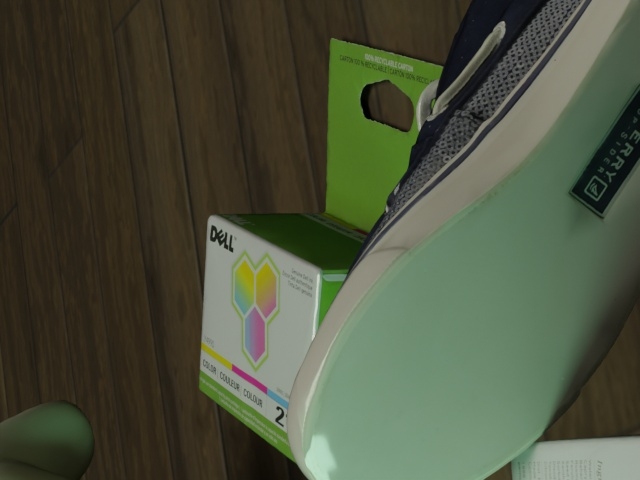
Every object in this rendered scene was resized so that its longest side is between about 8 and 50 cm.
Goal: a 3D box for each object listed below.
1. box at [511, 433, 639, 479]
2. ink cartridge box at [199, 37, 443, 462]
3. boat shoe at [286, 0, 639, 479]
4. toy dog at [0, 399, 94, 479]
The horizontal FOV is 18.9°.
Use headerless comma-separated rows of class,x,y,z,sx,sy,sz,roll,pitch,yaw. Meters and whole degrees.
box,0.185,0.130,0.872,0.170,0.130,0.091,165,103,-64
ink cartridge box,0.000,0.000,1.295,0.189,0.097,0.255,-154,65,-62
boat shoe,0.090,-0.025,0.953,0.340,0.127,0.158,-50,22,-5
toy dog,-0.126,0.314,1.293,0.408,0.395,0.284,21,99,28
